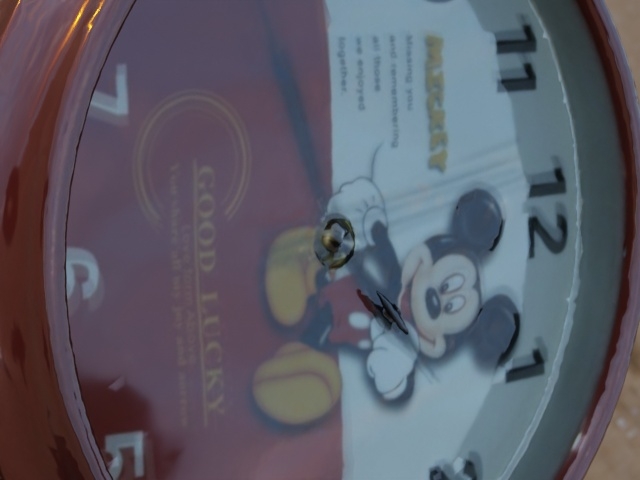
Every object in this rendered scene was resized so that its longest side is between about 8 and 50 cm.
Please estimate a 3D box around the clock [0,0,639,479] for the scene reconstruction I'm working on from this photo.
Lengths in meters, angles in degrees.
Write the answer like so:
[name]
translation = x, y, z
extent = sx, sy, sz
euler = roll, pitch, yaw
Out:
[clock]
translation = 0.000, 0.000, 0.691
extent = 0.318, 0.080, 0.319
euler = -4, 95, -42
